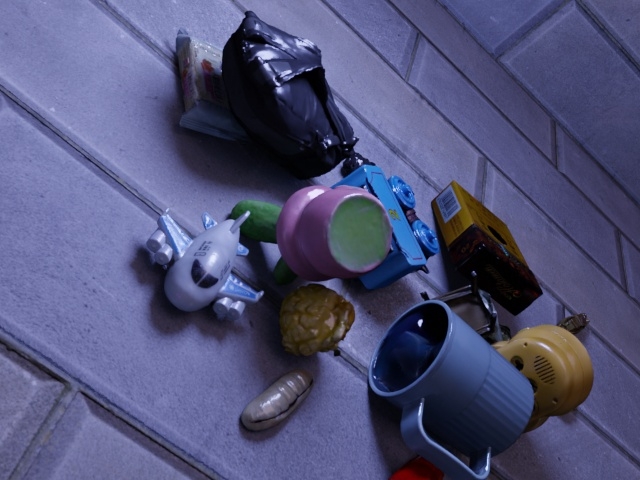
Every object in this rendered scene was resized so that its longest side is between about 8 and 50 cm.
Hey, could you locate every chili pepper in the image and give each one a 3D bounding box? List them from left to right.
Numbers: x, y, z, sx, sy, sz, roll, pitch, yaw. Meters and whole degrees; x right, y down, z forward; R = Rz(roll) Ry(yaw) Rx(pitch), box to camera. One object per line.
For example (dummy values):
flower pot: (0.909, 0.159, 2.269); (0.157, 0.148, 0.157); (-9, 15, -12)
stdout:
chili pepper: (0.177, 0.530, 1.521); (0.387, 0.110, 0.110); (-11, 69, -56)

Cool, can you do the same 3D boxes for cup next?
cup: (0.315, 0.345, 1.668); (0.311, 0.257, 0.331); (39, 13, -20)

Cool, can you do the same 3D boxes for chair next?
chair: (0.390, 0.214, 1.970); (0.319, 0.186, 0.160); (55, 13, -65)

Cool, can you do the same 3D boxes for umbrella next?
umbrella: (0.191, -0.124, 2.087); (0.326, 0.094, 0.090); (43, 51, -11)

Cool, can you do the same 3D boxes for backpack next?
backpack: (-0.082, -0.350, 1.759); (0.445, 0.255, 0.363); (21, 44, -65)

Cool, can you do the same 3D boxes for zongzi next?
zongzi: (0.519, 0.260, 2.159); (0.109, 0.055, 0.119); (39, 26, -9)

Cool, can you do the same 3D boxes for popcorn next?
popcorn: (-0.008, 0.173, 1.558); (0.170, 0.180, 0.180); (50, 36, 5)

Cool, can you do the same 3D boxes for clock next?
clock: (0.535, 0.358, 1.872); (0.200, 0.317, 0.244); (-12, 70, -44)

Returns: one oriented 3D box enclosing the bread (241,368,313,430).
bread: (-0.076, 0.318, 1.462); (0.214, 0.053, 0.073); (-28, 86, -54)

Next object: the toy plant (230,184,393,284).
toy plant: (0.004, -0.004, 1.611); (0.317, 0.356, 0.211); (20, 72, -33)

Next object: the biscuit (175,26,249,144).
biscuit: (-0.273, -0.378, 1.809); (0.186, 0.079, 0.309); (16, 48, -37)

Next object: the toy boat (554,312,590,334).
toy boat: (0.872, 0.286, 2.495); (0.206, 0.072, 0.064); (-7, 64, -51)

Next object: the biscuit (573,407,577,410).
biscuit: (0.726, 0.449, 2.225); (0.170, 0.050, 0.170); (34, 41, -36)

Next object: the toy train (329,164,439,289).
toy train: (0.160, -0.028, 1.875); (0.265, 0.188, 0.300); (0, 62, -59)

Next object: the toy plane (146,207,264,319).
toy plane: (-0.227, 0.040, 1.475); (0.267, 0.122, 0.267); (25, 46, -30)

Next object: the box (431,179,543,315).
box: (0.490, 0.016, 2.184); (0.264, 0.116, 0.415); (38, 22, -21)
